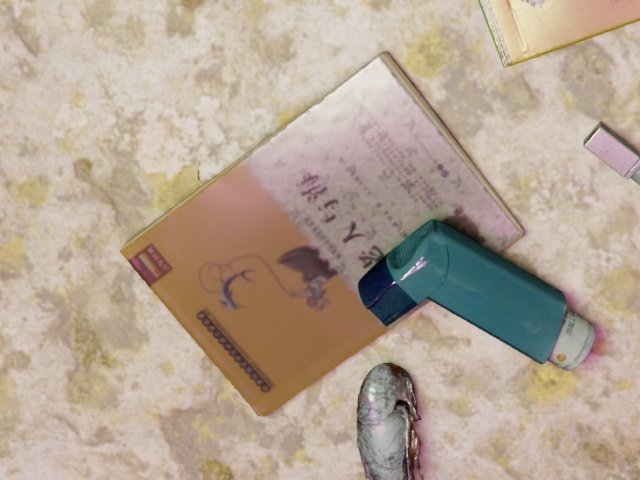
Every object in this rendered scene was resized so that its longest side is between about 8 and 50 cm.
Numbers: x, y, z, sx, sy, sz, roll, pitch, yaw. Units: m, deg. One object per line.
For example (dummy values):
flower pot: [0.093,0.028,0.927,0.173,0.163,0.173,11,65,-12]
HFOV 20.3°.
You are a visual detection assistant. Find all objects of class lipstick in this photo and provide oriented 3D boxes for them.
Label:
lipstick: [0.347,-0.078,1.955,0.129,0.030,0.030,37,108,-4]

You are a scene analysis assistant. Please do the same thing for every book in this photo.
book: [0.000,0.000,2.027,0.389,0.032,0.269,-37,102,16]

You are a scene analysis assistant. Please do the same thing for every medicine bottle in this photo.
medicine bottle: [0.176,0.072,1.983,0.258,0.079,0.124,27,110,-14]

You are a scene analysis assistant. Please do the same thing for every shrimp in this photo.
shrimp: [0.081,0.251,2.076,0.090,0.079,0.233,10,116,43]

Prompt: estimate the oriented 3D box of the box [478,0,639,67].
box: [0.298,-0.300,1.887,0.279,0.041,0.153,-19,103,13]
